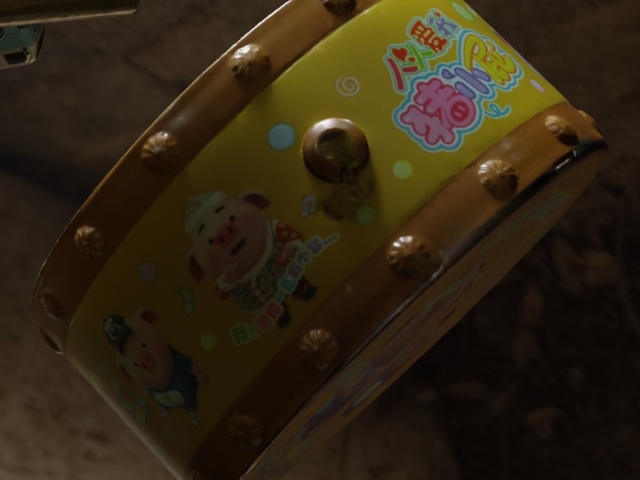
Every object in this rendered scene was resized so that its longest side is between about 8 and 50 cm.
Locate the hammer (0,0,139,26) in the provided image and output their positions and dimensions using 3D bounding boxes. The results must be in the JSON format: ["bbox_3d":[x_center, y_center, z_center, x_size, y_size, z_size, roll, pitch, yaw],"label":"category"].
[{"bbox_3d":[-0.370,-0.183,1.564,0.044,0.439,0.168,98,159,-47],"label":"hammer"}]

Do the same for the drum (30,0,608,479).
[{"bbox_3d":[0.000,0.000,1.404,0.214,0.431,0.431,46,107,8],"label":"drum"}]

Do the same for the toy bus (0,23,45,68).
[{"bbox_3d":[-0.330,-0.204,1.832,0.123,0.075,0.060,-7,49,15],"label":"toy bus"}]
